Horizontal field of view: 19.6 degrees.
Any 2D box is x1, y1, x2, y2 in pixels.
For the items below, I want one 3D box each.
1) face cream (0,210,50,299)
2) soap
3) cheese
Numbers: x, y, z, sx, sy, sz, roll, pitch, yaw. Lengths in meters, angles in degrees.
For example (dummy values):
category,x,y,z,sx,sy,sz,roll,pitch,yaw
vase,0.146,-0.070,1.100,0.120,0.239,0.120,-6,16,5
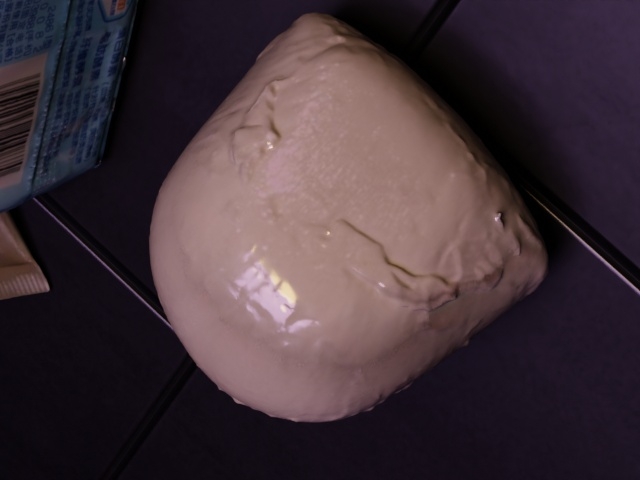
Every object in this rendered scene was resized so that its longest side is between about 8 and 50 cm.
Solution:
category,x,y,z,sx,sy,sz,roll,pitch,yaw
face cream,-0.293,-0.107,1.197,0.137,0.084,0.341,-10,112,24
soap,-0.178,-0.127,1.062,0.077,0.156,0.293,34,124,25
cheese,0.000,0.000,1.005,0.198,0.189,0.154,46,159,7
